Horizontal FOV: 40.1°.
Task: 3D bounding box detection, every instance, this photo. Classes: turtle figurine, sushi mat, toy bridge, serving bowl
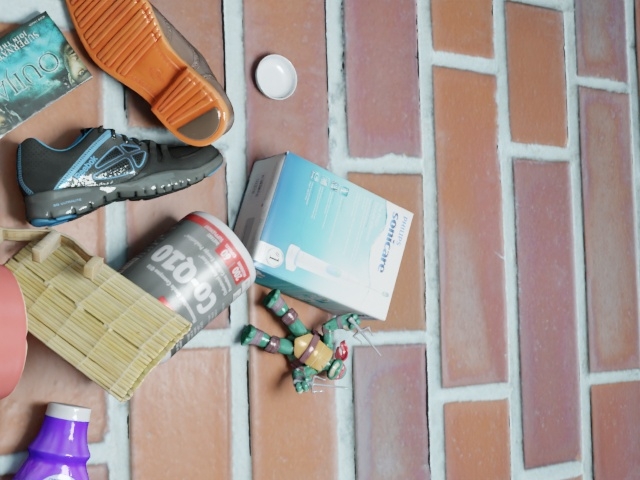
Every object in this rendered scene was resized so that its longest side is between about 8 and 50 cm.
[{"bbox_3d":[-0.019,0.196,1.570,0.234,0.118,0.175,34,62,-13],"label":"turtle figurine"},{"bbox_3d":[-0.350,0.100,1.292,0.151,0.317,0.019,-48,152,-23],"label":"sushi mat"},{"bbox_3d":[-0.414,0.009,1.325,0.063,0.188,0.026,-59,163,-55],"label":"toy bridge"},{"bbox_3d":[-0.086,-0.297,1.609,0.083,0.027,0.083,3,85,-33],"label":"serving bowl"}]

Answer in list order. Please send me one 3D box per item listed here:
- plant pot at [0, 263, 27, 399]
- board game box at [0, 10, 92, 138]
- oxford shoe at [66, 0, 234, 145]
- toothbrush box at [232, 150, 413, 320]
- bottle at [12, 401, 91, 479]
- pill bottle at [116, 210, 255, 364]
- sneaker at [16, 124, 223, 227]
[{"bbox_3d":[-0.546,0.126,1.169,0.243,0.275,0.274,1,87,-43],"label":"plant pot"},{"bbox_3d":[-0.466,-0.258,1.367,0.186,0.026,0.126,-43,108,-27],"label":"board game box"},{"bbox_3d":[-0.281,-0.311,1.453,0.130,0.132,0.363,-36,97,17],"label":"oxford shoe"},{"bbox_3d":[0.000,0.000,1.586,0.296,0.126,0.216,23,74,-29],"label":"toothbrush box"},{"bbox_3d":[-0.409,0.389,1.323,0.118,0.092,0.282,17,78,-29],"label":"bottle"},{"bbox_3d":[-0.254,0.095,1.398,0.283,0.161,0.161,-43,109,-27],"label":"pill bottle"},{"bbox_3d":[-0.312,-0.126,1.400,0.341,0.125,0.139,-17,91,-34],"label":"sneaker"}]
